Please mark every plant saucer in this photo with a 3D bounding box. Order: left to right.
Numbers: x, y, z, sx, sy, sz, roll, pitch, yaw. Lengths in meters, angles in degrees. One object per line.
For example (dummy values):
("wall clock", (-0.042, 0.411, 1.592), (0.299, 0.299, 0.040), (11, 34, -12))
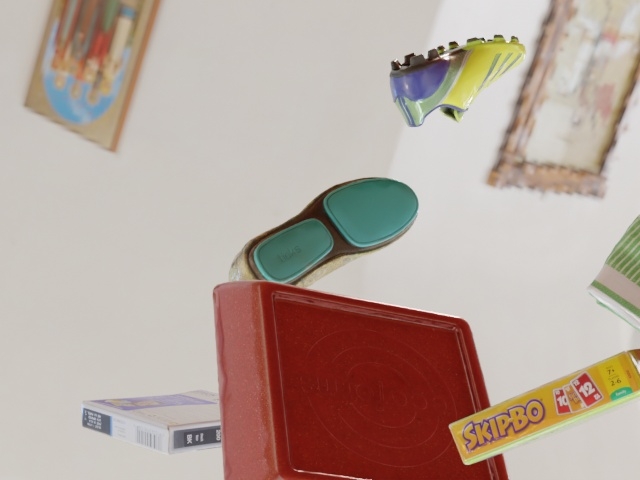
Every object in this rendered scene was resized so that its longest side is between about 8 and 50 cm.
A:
("plant saucer", (0.044, 0.138, 0.995), (0.258, 0.047, 0.259), (11, -137, -19))

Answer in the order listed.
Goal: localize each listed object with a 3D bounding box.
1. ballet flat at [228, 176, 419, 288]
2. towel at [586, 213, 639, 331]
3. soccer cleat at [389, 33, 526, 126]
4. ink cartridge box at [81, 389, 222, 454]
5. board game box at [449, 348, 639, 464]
("ballet flat", (0.000, 0.000, 1.758), (0.123, 0.123, 0.348), (28, -140, 35))
("towel", (0.522, 0.004, 1.495), (0.248, 0.325, 0.038), (37, 180, 24))
("soccer cleat", (0.216, -0.247, 1.843), (0.289, 0.121, 0.093), (-22, -167, -40))
("ink cartridge box", (-0.185, 0.245, 1.630), (0.208, 0.045, 0.206), (-1, -177, -43))
("board game box", (0.191, 0.112, 0.844), (0.259, 0.124, 0.039), (13, -127, -63))
